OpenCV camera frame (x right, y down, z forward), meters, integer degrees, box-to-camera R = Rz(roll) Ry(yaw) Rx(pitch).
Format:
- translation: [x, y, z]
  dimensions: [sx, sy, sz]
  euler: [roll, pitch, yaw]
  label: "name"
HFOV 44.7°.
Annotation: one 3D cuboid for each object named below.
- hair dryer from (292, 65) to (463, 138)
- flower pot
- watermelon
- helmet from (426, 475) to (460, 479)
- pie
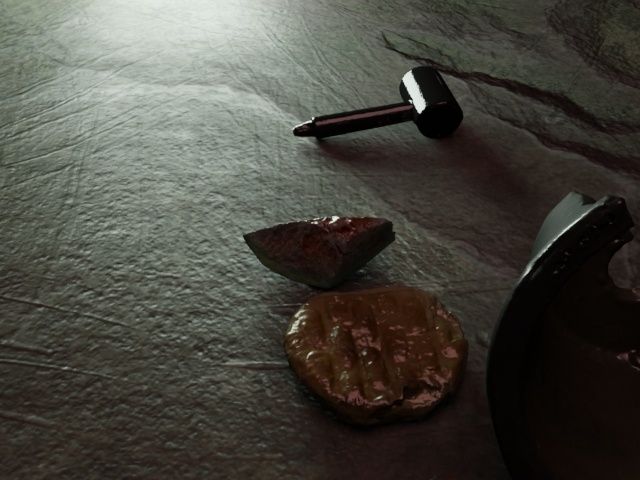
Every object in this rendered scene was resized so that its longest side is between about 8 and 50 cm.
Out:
- translation: [0.078, -0.190, 1.166]
  dimensions: [0.248, 0.070, 0.114]
  euler: [-12, 44, -3]
  label: "hair dryer"
- translation: [0.324, 0.081, 0.707]
  dimensions: [0.379, 0.379, 0.251]
  euler: [3, 21, 0]
  label: "flower pot"
- translation: [-0.002, 0.007, 0.915]
  dimensions: [0.180, 0.094, 0.081]
  euler: [-10, 44, 9]
  label: "watermelon"
- translation: [0.111, 0.233, 0.686]
  dimensions: [0.065, 0.049, 0.084]
  euler: [27, 47, 27]
  label: "helmet"
- translation: [0.059, 0.116, 0.820]
  dimensions: [0.195, 0.046, 0.195]
  euler: [1, 40, -1]
  label: "pie"
